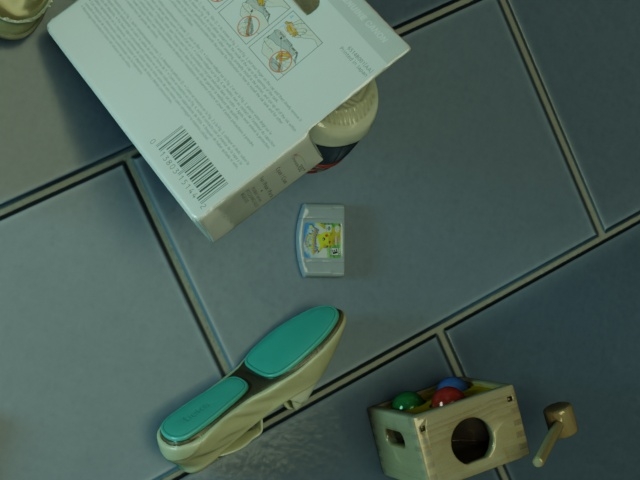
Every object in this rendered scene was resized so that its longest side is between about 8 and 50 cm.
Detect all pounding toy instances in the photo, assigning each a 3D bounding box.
[{"bbox_3d":[0.185,0.196,1.399,0.206,0.181,0.094,-16,93,-20],"label":"pounding toy"}]

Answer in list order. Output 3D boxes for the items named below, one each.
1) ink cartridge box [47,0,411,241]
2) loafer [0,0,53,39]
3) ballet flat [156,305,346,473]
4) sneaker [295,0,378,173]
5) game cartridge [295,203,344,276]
[{"bbox_3d":[-0.091,-0.187,1.256,0.261,0.066,0.296,-38,64,-2],"label":"ink cartridge box"},{"bbox_3d":[-0.300,-0.339,1.283,0.101,0.092,0.269,11,85,-20],"label":"loafer"},{"bbox_3d":[-0.065,0.166,1.371,0.248,0.086,0.086,-34,100,-16],"label":"ballet flat"},{"bbox_3d":[-0.042,-0.231,1.371,0.131,0.148,0.350,-6,66,-17],"label":"sneaker"},{"bbox_3d":[0.000,0.000,1.425,0.056,0.017,0.083,0,88,-17],"label":"game cartridge"}]
